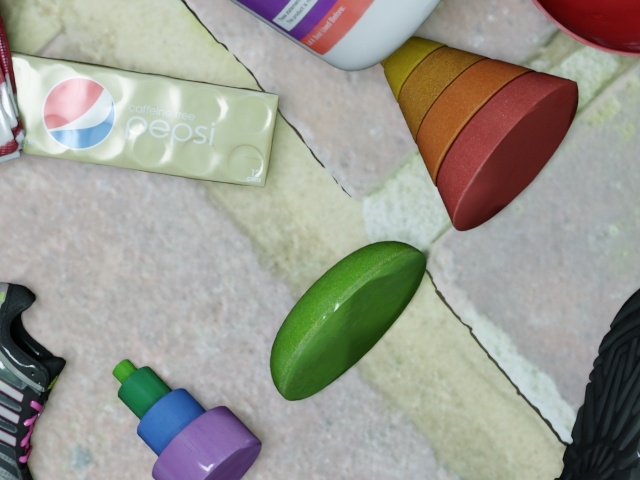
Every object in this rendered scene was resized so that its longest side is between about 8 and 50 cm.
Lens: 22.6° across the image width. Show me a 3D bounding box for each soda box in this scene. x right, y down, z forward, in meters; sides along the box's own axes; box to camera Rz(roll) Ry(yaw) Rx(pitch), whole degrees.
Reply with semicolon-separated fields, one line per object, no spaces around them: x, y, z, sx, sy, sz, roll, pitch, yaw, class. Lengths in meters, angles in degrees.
-0.121;-0.076;1.006;0.181;0.058;0.061;8;95;-10;soda box

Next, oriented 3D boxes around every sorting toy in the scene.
0.000;0.000;1.031;0.365;0.127;0.126;-46;72;1;sorting toy

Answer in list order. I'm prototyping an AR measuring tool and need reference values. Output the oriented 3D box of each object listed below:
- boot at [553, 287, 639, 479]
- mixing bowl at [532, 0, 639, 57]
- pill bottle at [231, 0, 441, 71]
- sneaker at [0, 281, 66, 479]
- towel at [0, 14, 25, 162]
0.277;0.216;1.028;0.260;0.131;0.348;28;70;-11;boot
0.192;-0.207;1.021;0.181;0.098;0.181;-1;97;-9;mixing bowl
-0.059;-0.250;0.932;0.323;0.181;0.181;32;91;-12;pill bottle
-0.194;0.102;1.013;0.075;0.063;0.170;-13;94;-1;sneaker
-0.323;-0.181;0.941;0.237;0.037;0.329;-14;95;5;towel
